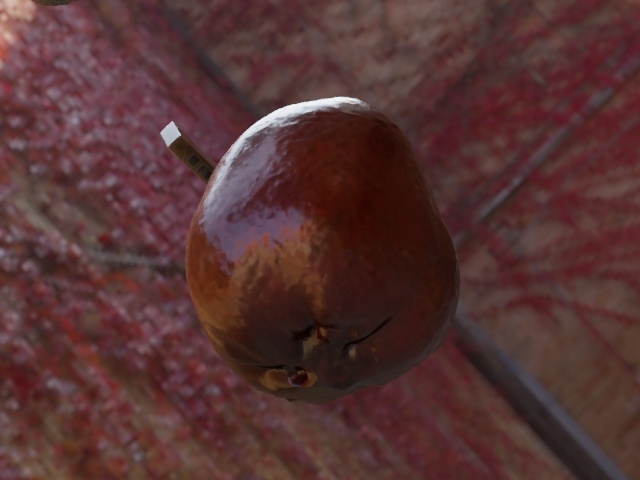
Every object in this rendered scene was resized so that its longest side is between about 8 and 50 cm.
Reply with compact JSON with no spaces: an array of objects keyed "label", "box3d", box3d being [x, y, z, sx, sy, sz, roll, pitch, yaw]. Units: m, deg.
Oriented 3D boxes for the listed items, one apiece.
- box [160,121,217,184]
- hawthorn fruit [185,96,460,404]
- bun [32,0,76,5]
[{"label":"box","box3d":[-0.149,-0.098,2.002,0.024,0.083,0.053,-45,25,5]},{"label":"hawthorn fruit","box3d":[0.002,0.008,1.706,0.295,0.311,0.295,2,-5,0]},{"label":"bun","box3d":[-0.279,-0.380,1.942,0.281,0.281,0.205,-35,-61,-24]}]
